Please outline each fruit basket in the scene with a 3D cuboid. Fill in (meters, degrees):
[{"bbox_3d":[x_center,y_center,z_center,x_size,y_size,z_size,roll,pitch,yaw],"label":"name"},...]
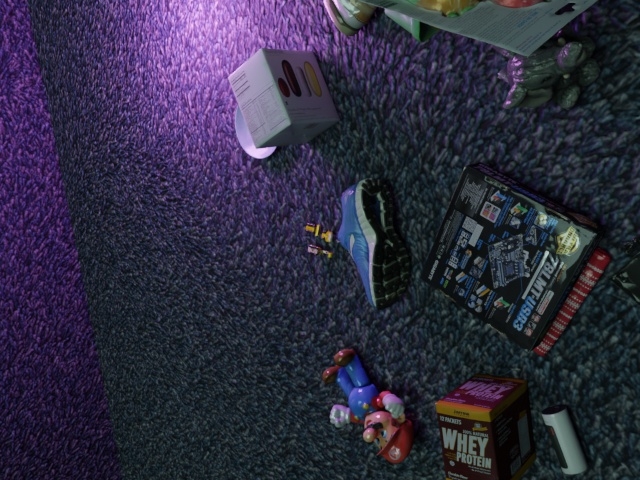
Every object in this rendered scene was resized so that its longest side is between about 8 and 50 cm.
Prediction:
[{"bbox_3d":[0.301,-0.445,1.071,0.353,0.327,0.165,35,149,27],"label":"fruit basket"}]

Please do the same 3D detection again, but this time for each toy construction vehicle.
[{"bbox_3d":[0.000,0.000,1.647,0.098,0.035,0.086,14,100,37],"label":"toy construction vehicle"}]

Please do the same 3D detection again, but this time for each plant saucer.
[{"bbox_3d":[-0.172,-0.337,1.704,0.195,0.037,0.195,14,112,40],"label":"plant saucer"}]

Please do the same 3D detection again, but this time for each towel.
[{"bbox_3d":[0.459,0.087,1.245,0.199,0.031,0.275,39,125,29],"label":"towel"}]

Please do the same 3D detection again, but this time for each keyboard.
[{"bbox_3d":[0.619,0.029,1.088,0.108,0.023,0.180,45,127,16],"label":"keyboard"}]

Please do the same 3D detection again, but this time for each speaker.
[{"bbox_3d":[0.524,0.425,1.262,0.055,0.055,0.136,-22,87,44],"label":"speaker"}]

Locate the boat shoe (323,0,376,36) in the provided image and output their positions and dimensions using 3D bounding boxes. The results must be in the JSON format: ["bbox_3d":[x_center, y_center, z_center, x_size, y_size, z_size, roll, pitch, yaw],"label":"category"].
[{"bbox_3d":[0.035,-0.642,1.388,0.103,0.113,0.302,-30,91,42],"label":"boat shoe"}]

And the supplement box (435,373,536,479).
[{"bbox_3d":[0.371,0.426,1.307,0.129,0.191,0.194,-3,99,43],"label":"supplement box"}]

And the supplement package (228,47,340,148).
[{"bbox_3d":[-0.092,-0.365,1.514,0.149,0.194,0.203,-25,85,43],"label":"supplement package"}]

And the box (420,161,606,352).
[{"bbox_3d":[0.383,0.032,1.227,0.293,0.073,0.295,34,123,30],"label":"box"}]

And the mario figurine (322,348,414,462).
[{"bbox_3d":[0.116,0.448,1.559,0.320,0.170,0.198,50,164,31],"label":"mario figurine"}]

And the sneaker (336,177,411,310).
[{"bbox_3d":[0.126,0.012,1.487,0.147,0.130,0.330,-7,94,58],"label":"sneaker"}]

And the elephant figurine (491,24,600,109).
[{"bbox_3d":[0.386,-0.315,1.054,0.169,0.239,0.186,50,131,19],"label":"elephant figurine"}]
